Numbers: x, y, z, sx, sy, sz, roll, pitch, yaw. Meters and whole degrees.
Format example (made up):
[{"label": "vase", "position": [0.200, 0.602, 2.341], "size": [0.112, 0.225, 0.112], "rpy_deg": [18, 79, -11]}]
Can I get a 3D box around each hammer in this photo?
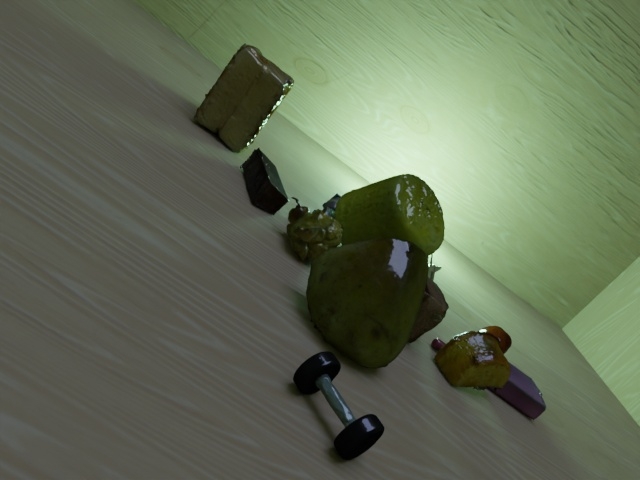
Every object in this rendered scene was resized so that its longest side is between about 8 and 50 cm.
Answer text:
[{"label": "hammer", "position": [0.419, 0.370, 1.764], "size": [0.083, 0.043, 0.043], "rpy_deg": [39, 17, -4]}]

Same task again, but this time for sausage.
[{"label": "sausage", "position": [0.702, 0.411, 2.099], "size": [0.133, 0.133, 0.258], "rpy_deg": [48, 20, 26]}]

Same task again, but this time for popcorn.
[{"label": "popcorn", "position": [-0.023, -0.032, 1.654], "size": [0.173, 0.168, 0.195], "rpy_deg": [55, 5, -42]}]

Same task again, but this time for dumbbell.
[{"label": "dumbbell", "position": [0.033, 0.319, 1.007], "size": [0.100, 0.100, 0.191], "rpy_deg": [16, 30, -52]}]

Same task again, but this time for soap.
[{"label": "soap", "position": [0.679, 0.511, 1.873], "size": [0.259, 0.081, 0.181], "rpy_deg": [35, 18, -9]}]

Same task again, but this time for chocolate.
[{"label": "chocolate", "position": [-0.201, -0.217, 1.876], "size": [0.112, 0.112, 0.321], "rpy_deg": [38, 15, -32]}]

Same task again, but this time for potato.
[{"label": "potato", "position": [0.148, 0.158, 1.307], "size": [0.330, 0.213, 0.280], "rpy_deg": [17, 53, -20]}]

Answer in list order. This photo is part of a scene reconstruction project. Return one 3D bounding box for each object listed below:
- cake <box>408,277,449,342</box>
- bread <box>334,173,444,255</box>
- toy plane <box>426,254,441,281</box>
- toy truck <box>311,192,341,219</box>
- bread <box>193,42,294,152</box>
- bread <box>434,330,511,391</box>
[{"label": "cake", "position": [0.282, 0.203, 1.668], "size": [0.293, 0.196, 0.199], "rpy_deg": [38, 19, -16]}, {"label": "bread", "position": [0.253, -0.054, 1.830], "size": [0.348, 0.308, 0.348], "rpy_deg": [24, 57, -42]}, {"label": "toy plane", "position": [0.441, 0.166, 2.169], "size": [0.092, 0.229, 0.244], "rpy_deg": [10, 37, 29]}, {"label": "toy truck", "position": [0.034, -0.092, 1.970], "size": [0.108, 0.140, 0.256], "rpy_deg": [37, 17, -8]}, {"label": "bread", "position": [-0.313, -0.606, 2.170], "size": [0.279, 0.371, 0.390], "rpy_deg": [33, 19, -15]}, {"label": "bread", "position": [0.513, 0.381, 1.670], "size": [0.260, 0.147, 0.160], "rpy_deg": [14, 36, -26]}]
